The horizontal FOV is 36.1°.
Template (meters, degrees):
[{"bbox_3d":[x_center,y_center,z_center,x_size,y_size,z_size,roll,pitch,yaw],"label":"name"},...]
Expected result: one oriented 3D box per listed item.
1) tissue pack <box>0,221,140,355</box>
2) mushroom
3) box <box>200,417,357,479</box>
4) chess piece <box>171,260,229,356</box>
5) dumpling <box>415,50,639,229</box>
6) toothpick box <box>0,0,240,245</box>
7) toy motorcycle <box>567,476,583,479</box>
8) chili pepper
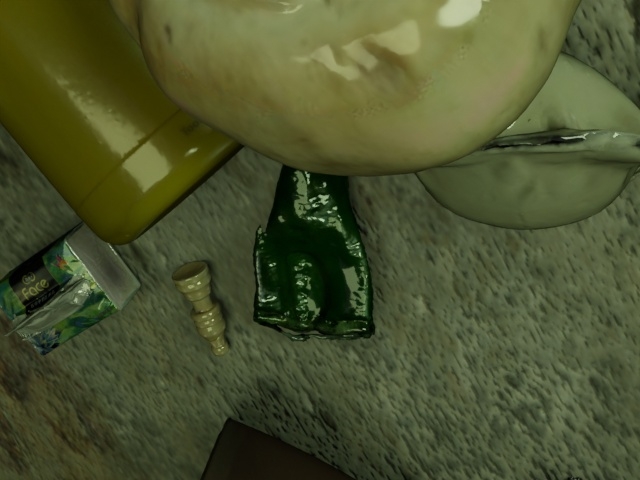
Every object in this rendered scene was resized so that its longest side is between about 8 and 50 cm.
[{"bbox_3d":[-0.242,0.050,0.913,0.111,0.079,0.085,-29,105,26],"label":"tissue pack"},{"bbox_3d":[0.028,-0.207,0.565,0.353,0.353,0.325,-28,108,26],"label":"mushroom"},{"bbox_3d":[-0.044,0.336,0.875,0.216,0.301,0.301,22,119,1],"label":"box"},{"bbox_3d":[-0.105,0.067,0.908,0.035,0.035,0.092,-9,115,21],"label":"chess piece"},{"bbox_3d":[0.145,-0.071,0.688,0.247,0.172,0.142,0,100,19],"label":"dumpling"},{"bbox_3d":[-0.182,-0.146,0.751,0.175,0.175,0.271,-39,96,28],"label":"toothpick box"},{"bbox_3d":[0.266,0.258,0.858,0.212,0.084,0.118,-19,107,16],"label":"toy motorcycle"},{"bbox_3d":[-0.001,0.002,0.830,0.108,0.062,0.216,6,116,7],"label":"chili pepper"}]
